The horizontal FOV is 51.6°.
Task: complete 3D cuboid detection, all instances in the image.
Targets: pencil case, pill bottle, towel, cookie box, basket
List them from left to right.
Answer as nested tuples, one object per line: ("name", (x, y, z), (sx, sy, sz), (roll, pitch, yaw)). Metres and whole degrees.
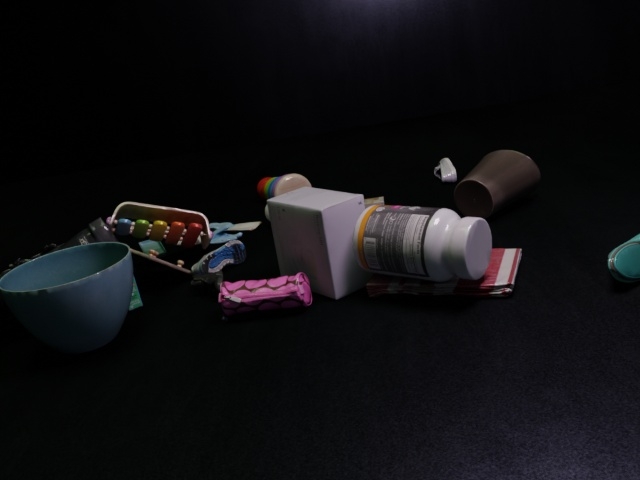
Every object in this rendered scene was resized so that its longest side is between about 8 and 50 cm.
("cookie box", (-0.505, 0.117, 1.722), (0.040, 0.107, 0.092), (-21, 21, -24))
("pencil case", (-0.128, 0.125, 1.529), (0.209, 0.095, 0.098), (-9, -17, 8))
("pill bottle", (0.223, 0.006, 1.463), (0.278, 0.162, 0.162), (6, 24, 38))
("towel", (0.293, 0.072, 1.551), (0.328, 0.037, 0.237), (-1, 20, 22))
("basket", (0.505, -0.160, 1.957), (0.204, 0.154, 0.226), (12, 31, 41))

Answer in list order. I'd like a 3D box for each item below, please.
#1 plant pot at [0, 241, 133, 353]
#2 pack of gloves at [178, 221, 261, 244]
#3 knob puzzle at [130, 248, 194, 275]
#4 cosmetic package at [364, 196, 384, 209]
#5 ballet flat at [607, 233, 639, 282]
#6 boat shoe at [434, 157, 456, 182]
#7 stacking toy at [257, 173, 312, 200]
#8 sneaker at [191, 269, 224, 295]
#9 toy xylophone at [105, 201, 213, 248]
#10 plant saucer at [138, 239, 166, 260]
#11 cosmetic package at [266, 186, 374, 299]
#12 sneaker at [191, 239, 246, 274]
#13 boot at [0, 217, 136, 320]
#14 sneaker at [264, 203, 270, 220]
("plant pot", (-0.561, 0.145, 1.526), (0.290, 0.196, 0.290), (-9, 18, 3))
("pack of gloves", (-0.342, -0.041, 2.204), (0.232, 0.046, 0.195), (-2, 21, 22))
("knob puzzle", (-0.462, 0.045, 1.857), (0.213, 0.030, 0.213), (19, -7, 2))
("cosmetic package", (0.151, -0.109, 2.151), (0.115, 0.041, 0.060), (-8, 19, 7))
("ballet flat", (0.673, 0.036, 1.417), (0.247, 0.083, 0.087), (-21, -3, -30))
("boat shoe", (0.444, -0.249, 2.394), (0.063, 0.066, 0.184), (-9, 28, 1))
("stacking toy", (-0.146, -0.181, 2.404), (0.141, 0.141, 0.330), (-16, 14, -18))
("sneaker", (-0.293, 0.115, 1.714), (0.089, 0.051, 0.170), (-12, 14, -7))
("toy xylophone", (-0.491, -0.035, 2.027), (0.322, 0.081, 0.236), (5, -21, -11))
("plant saucer", (-0.545, 0.028, 2.149), (0.067, 0.018, 0.192), (-16, 19, -18))
("cosmetic package", (0.000, 0.000, 1.617), (0.138, 0.224, 0.224), (-23, 22, -35))
("sneaker", (-0.291, 0.051, 1.876), (0.082, 0.071, 0.190), (-14, 7, 39))
("boot", (-0.742, 0.120, 1.782), (0.445, 0.146, 0.367), (-33, -10, -13))
("sneaker", (-0.095, -0.075, 2.074), (0.290, 0.106, 0.123), (10, 24, 43))
